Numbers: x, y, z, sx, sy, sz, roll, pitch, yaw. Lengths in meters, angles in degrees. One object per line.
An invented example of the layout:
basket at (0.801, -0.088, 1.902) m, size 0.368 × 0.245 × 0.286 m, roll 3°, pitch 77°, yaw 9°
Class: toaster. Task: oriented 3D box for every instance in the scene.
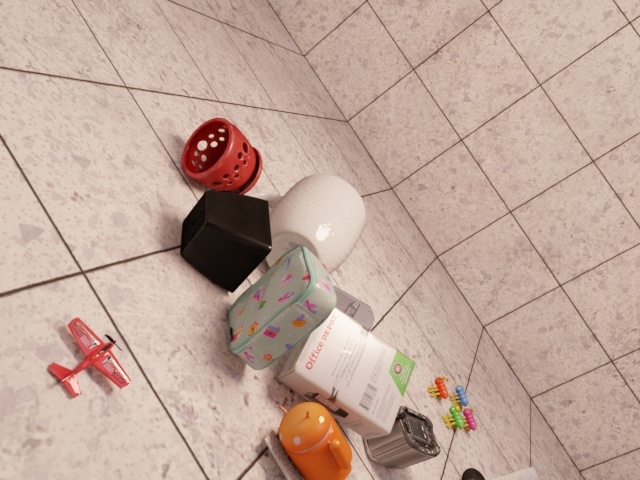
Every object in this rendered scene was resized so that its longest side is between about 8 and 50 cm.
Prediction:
toaster at (0.220, 0.555, 1.525) m, size 0.227 × 0.146 × 0.129 m, roll 35°, pitch 29°, yaw -42°

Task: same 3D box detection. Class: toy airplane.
toy airplane at (-0.395, 0.209, 0.929) m, size 0.151 × 0.028 × 0.151 m, roll 42°, pitch 26°, yaw -26°

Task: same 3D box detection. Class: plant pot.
plant pot at (-0.272, -0.231, 1.571) m, size 0.174 × 0.191 × 0.191 m, roll 32°, pitch 32°, yaw -50°
plant pot at (-0.243, -0.015, 1.358) m, size 0.166 × 0.188 × 0.188 m, roll 25°, pitch 35°, yaw -31°

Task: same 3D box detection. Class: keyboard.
keyboard at (-0.046, 0.528, 1.169) m, size 0.256 × 0.014 × 0.072 m, roll 57°, pitch -1°, yaw 8°

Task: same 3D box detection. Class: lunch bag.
lunch bag at (-0.102, 0.152, 1.276) m, size 0.108 × 0.279 × 0.224 m, roll 43°, pitch 15°, yaw -29°

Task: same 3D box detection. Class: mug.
mug at (-0.073, -0.042, 1.663) m, size 0.374 × 0.276 × 0.328 m, roll 25°, pitch 31°, yaw 6°

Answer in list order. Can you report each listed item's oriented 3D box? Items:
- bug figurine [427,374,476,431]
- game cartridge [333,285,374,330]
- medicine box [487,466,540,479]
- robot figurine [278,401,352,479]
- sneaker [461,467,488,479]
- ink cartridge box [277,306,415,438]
bug figurine at (0.530, 0.637, 2.129) m, size 0.279 × 0.072 × 0.216 m, roll 30°, pitch 33°, yaw -46°
game cartridge at (0.067, 0.219, 1.657) m, size 0.196 × 0.060 × 0.294 m, roll 26°, pitch 11°, yaw 8°
medicine box at (0.434, 0.743, 1.464) m, size 0.289 × 0.263 × 0.149 m, roll 8°, pitch 50°, yaw -41°
robot figurine at (-0.013, 0.450, 1.205) m, size 0.220 × 0.128 × 0.158 m, roll 63°, pitch 0°, yaw -22°
sneaker at (0.470, 0.818, 1.727) m, size 0.124 × 0.107 × 0.283 m, roll 44°, pitch 24°, yaw -11°
ink cartridge box at (0.068, 0.330, 1.382) m, size 0.289 × 0.121 × 0.211 m, roll 36°, pitch 55°, yaw -8°
